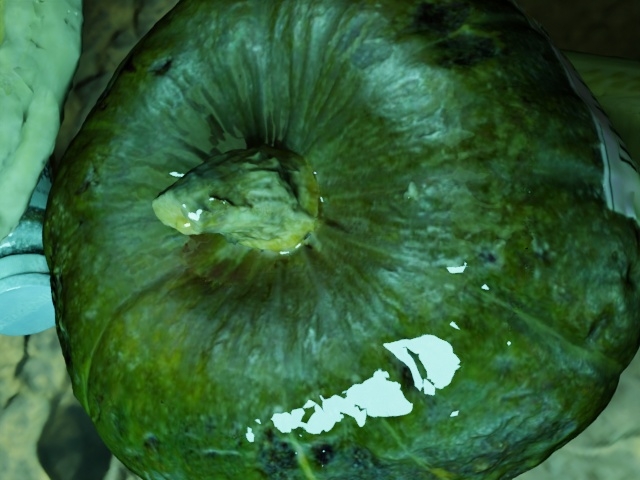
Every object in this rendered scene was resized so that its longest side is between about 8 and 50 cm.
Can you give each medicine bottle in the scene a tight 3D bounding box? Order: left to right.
[{"bbox_3d":[-0.163,-0.044,0.901,0.051,0.051,0.191,-19,60,8],"label":"medicine bottle"}]

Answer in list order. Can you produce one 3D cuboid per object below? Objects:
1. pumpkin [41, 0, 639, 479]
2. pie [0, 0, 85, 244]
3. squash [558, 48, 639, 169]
[{"bbox_3d":[-0.002,-0.001,0.728,0.260,0.189,0.260,-12,66,29],"label":"pumpkin"},{"bbox_3d":[-0.246,-0.091,0.901,0.339,0.077,0.339,-17,56,28],"label":"pie"},{"bbox_3d":[0.134,-0.015,0.754,0.252,0.093,0.169,13,23,23],"label":"squash"}]
